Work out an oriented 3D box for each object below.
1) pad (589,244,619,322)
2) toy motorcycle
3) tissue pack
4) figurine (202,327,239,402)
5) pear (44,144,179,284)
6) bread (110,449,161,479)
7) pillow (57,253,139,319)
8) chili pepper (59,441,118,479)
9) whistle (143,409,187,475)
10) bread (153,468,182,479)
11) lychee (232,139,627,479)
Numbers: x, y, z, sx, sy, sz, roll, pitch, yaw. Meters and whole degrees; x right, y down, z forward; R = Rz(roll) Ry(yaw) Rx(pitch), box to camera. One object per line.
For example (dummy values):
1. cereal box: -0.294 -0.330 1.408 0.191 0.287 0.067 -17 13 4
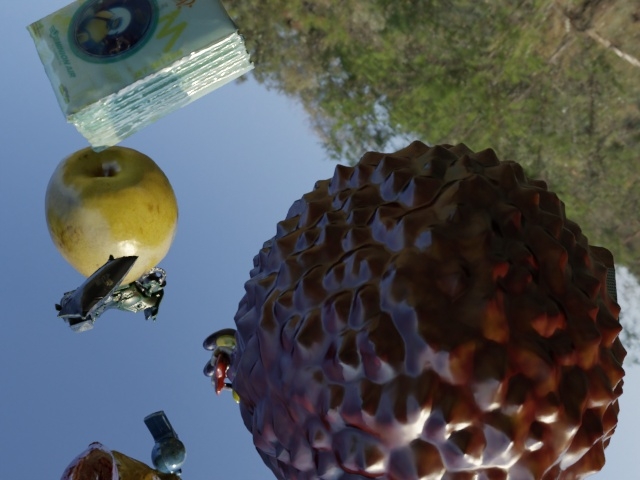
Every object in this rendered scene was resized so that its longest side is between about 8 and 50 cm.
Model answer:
1. pad: 0.754 0.121 1.691 0.055 0.323 0.250 70 -157 -62
2. toy motorcycle: -0.513 0.150 1.697 0.187 0.274 0.125 91 159 -54
3. tissue pack: -0.374 -0.404 1.411 0.287 0.387 0.162 61 178 22
4. figurine: -0.211 0.372 1.908 0.193 0.154 0.421 -2 -167 -18
5. pear: -0.464 -0.055 1.510 0.314 0.314 0.314 39 -163 -15
6. bread: -0.458 0.577 1.474 0.139 0.240 0.240 33 -171 34
7. pillow: -0.382 0.080 1.165 0.048 0.090 0.150 45 -126 -15
8. chili pepper: -0.358 0.412 1.036 0.144 0.136 0.253 18 -150 -33
9. whistle: -0.363 0.487 1.580 0.090 0.090 0.158 -80 -33 -70
10. bread: -0.365 0.698 1.694 0.267 0.152 0.130 41 152 20
11. lychee: 0.105 0.135 0.737 0.424 0.500 0.424 13 167 3
